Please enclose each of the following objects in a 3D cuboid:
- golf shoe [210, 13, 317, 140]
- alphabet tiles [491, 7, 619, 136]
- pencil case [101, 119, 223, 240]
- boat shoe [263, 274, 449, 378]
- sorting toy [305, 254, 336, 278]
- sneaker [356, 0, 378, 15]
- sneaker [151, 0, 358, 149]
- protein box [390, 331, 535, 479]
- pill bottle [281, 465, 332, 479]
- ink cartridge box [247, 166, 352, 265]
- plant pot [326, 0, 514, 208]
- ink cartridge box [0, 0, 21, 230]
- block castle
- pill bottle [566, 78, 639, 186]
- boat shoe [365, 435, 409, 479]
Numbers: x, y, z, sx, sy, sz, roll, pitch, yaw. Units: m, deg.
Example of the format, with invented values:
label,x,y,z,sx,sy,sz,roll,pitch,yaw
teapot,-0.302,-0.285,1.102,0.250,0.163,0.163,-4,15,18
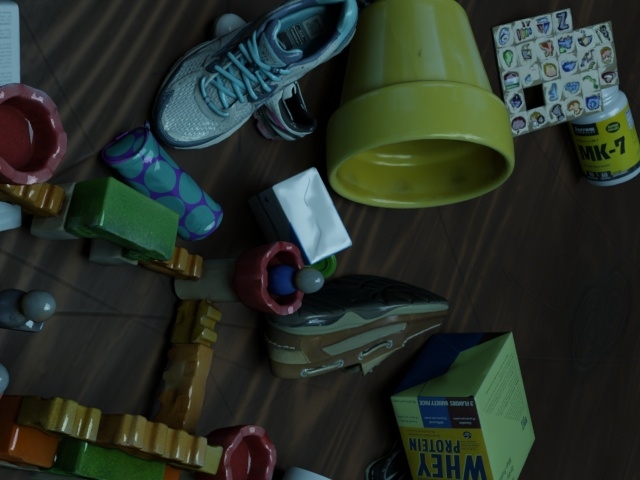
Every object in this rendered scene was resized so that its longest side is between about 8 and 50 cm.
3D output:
label,x,y,z,sx,sy,sz,roll,pitch,yaw
golf shoe,-0.066,-0.208,1.155,0.067,0.086,0.186,-53,126,-30
alphabet tiles,0.427,-0.310,1.643,0.237,0.009,0.198,-17,105,-15
pencil case,-0.179,-0.065,1.057,0.151,0.065,0.070,50,15,-37
boat shoe,0.046,0.123,1.279,0.324,0.123,0.119,-2,109,-42
sorting toy,0.000,0.000,1.267,0.042,0.061,0.101,-72,156,-67
sneaker,0.097,-0.376,1.331,0.279,0.107,0.118,31,51,-46
sneaker,-0.077,-0.209,1.053,0.283,0.122,0.110,-38,99,-5
protein box,0.226,0.277,1.421,0.200,0.136,0.201,-43,122,-54
pill bottle,-0.040,0.411,1.187,0.121,0.121,0.216,40,63,-40
ink cartridge box,-0.034,-0.023,1.144,0.060,0.180,0.104,-28,94,-16
plant pot,0.129,-0.196,1.266,0.254,0.254,0.238,17,64,-46
ink cartridge box,-0.381,-0.111,0.867,0.189,0.066,0.232,-17,125,-45
block castle,-0.196,0.081,0.885,0.453,0.213,0.302,33,60,-49
pill bottle,0.543,-0.220,1.774,0.119,0.119,0.208,-47,123,-35
boat shoe,0.125,0.339,1.417,0.133,0.042,0.048,-27,109,-44
